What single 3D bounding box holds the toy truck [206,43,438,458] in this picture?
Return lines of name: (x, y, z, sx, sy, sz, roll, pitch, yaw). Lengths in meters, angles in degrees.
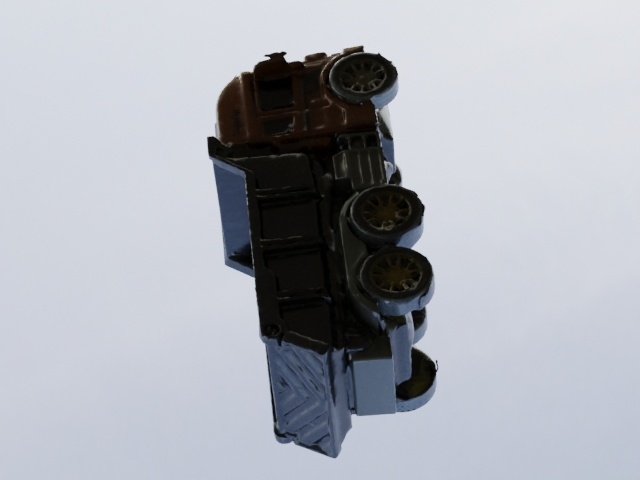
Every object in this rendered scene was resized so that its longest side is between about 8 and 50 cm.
toy truck: (0.000, 0.000, 0.845, 0.092, 0.083, 0.192, -7, -132, -1)
